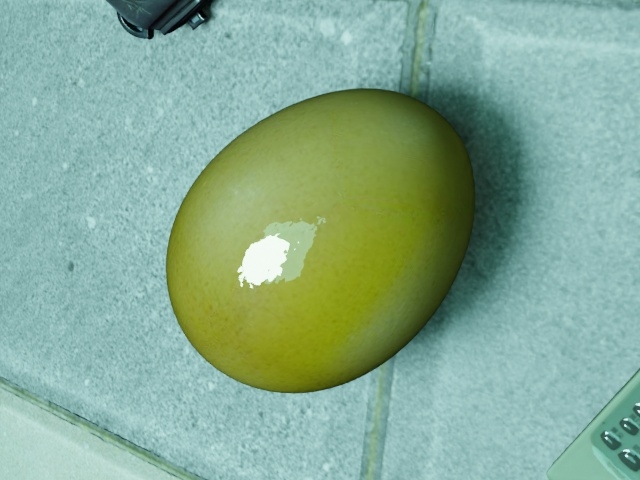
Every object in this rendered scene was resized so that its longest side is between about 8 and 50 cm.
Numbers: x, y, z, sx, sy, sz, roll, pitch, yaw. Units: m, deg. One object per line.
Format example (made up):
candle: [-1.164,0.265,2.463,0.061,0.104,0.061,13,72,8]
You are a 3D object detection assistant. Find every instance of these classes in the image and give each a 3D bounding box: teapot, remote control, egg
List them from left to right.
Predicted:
teapot: [-0.165,-0.285,0.879,0.177,0.087,0.096,-28,108,35]
egg: [0.000,0.000,0.725,0.322,0.250,0.250,-45,75,23]
remote control: [0.319,0.158,0.673,0.123,0.038,0.285,42,121,18]
